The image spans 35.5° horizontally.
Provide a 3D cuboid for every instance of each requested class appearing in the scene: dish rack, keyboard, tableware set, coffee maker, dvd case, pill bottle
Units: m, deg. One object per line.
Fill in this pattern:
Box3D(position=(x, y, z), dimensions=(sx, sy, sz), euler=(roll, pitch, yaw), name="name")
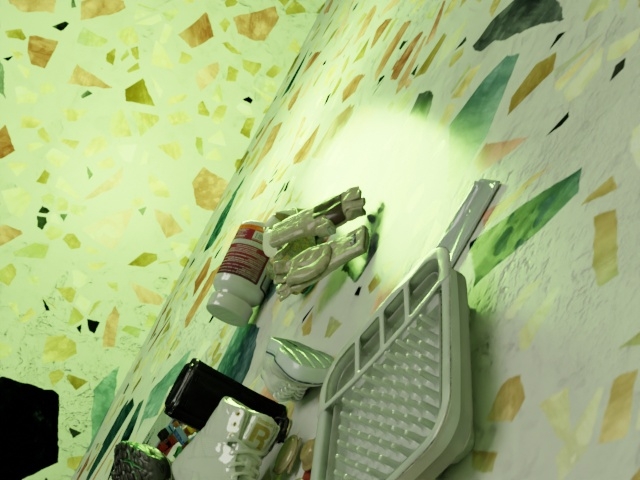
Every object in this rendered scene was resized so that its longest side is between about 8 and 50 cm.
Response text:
Box3D(position=(0.090, 0.192, 1.166), dimensions=(0.285, 0.072, 0.333), euler=(-51, 16, 31), name="dish rack")
Box3D(position=(0.168, 0.028, 1.364), dimensions=(0.256, 0.014, 0.072), euler=(-60, 18, 0), name="keyboard")
Box3D(position=(-0.042, 0.343, 1.441), dimensions=(0.169, 0.020, 0.141), euler=(-32, 32, 60), name="tableware set")
Box3D(position=(-0.154, 0.272, 1.655), dimensions=(0.171, 0.178, 0.120), euler=(-43, 23, 52), name="coffee maker")
Box3D(position=(-0.397, 0.487, 2.412), dimensions=(0.238, 0.029, 0.179), euler=(-58, 13, 7), name="dvd case")
Box3D(position=(-0.167, 0.074, 2.248), dimensions=(0.121, 0.121, 0.221), euler=(-34, 29, 62), name="pill bottle")

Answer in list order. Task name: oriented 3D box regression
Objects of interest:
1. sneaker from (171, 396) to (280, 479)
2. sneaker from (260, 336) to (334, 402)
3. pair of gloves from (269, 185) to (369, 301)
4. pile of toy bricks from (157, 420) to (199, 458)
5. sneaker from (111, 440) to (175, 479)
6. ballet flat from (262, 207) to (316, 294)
Box3D(position=(-0.122, 0.332, 1.454), dimensions=(0.169, 0.108, 0.292), euler=(-55, 29, 4), name="sneaker")
Box3D(position=(-0.038, 0.215, 1.590), dimensions=(0.258, 0.094, 0.091), euler=(-175, 96, -80), name="sneaker")
Box3D(position=(0.000, 0.000, 1.836), dimensions=(0.204, 0.042, 0.240), euler=(-27, 30, 15), name="pair of gloves")
Box3D(position=(-0.231, 0.381, 1.914), dimensions=(0.105, 0.118, 0.212), euler=(-31, -12, -29), name="pile of toy bricks")
Box3D(position=(-0.300, 0.434, 1.819), dimensions=(0.343, 0.146, 0.134), euler=(123, 137, -66), name="sneaker")
Box3D(position=(-0.065, -0.002, 2.052), dimensions=(0.123, 0.123, 0.348), euler=(-55, 14, 18), name="ballet flat")
